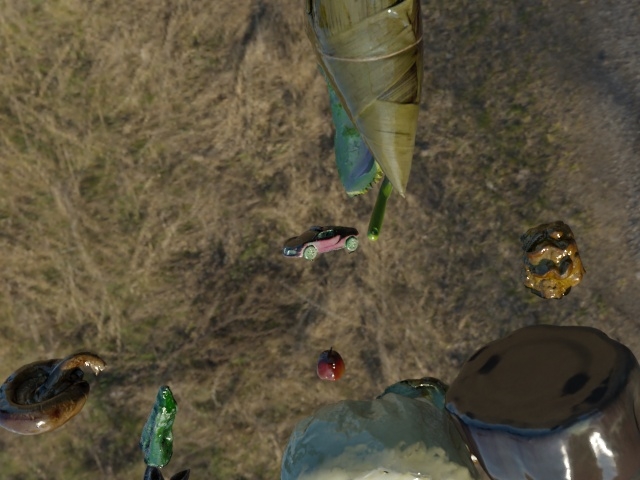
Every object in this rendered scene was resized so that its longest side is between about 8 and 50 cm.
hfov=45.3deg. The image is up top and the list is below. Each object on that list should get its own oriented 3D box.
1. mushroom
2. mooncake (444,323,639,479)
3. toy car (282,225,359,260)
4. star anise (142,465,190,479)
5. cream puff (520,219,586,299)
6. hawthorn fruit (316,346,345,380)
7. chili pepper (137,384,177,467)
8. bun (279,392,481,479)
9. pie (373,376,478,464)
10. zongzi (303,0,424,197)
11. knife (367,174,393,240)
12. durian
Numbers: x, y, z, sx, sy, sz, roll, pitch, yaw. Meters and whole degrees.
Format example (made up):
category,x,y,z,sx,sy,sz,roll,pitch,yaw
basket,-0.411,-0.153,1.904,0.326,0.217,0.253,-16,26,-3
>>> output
category,x,y,z,sx,sy,sz,roll,pitch,yaw
mushroom,-0.402,0.226,1.153,0.135,0.170,0.080,46,158,44
mooncake,0.352,0.262,1.185,0.306,0.306,0.154,-1,118,55
toy car,0.000,0.000,1.327,0.069,0.142,0.055,13,112,59
star anise,-0.364,0.583,1.716,0.262,0.230,0.081,-127,24,-60
cream puff,0.342,0.029,1.148,0.094,0.116,0.122,-20,127,22
hawthorn fruit,0.023,0.303,1.855,0.077,0.077,0.077,31,131,44
chili pepper,-0.297,0.331,1.418,0.088,0.059,0.227,60,147,34
bun,0.105,0.411,1.368,0.211,0.359,0.360,-91,9,-51
pie,0.203,0.415,1.564,0.257,0.274,0.105,41,178,19
zongzi,0.062,-0.232,1.029,0.274,0.145,0.300,-102,0,-71
knife,0.098,-0.063,1.219,0.022,0.184,0.026,25,133,-6
durian,0.094,-0.286,1.819,0.158,0.168,0.352,-3,-98,-82
